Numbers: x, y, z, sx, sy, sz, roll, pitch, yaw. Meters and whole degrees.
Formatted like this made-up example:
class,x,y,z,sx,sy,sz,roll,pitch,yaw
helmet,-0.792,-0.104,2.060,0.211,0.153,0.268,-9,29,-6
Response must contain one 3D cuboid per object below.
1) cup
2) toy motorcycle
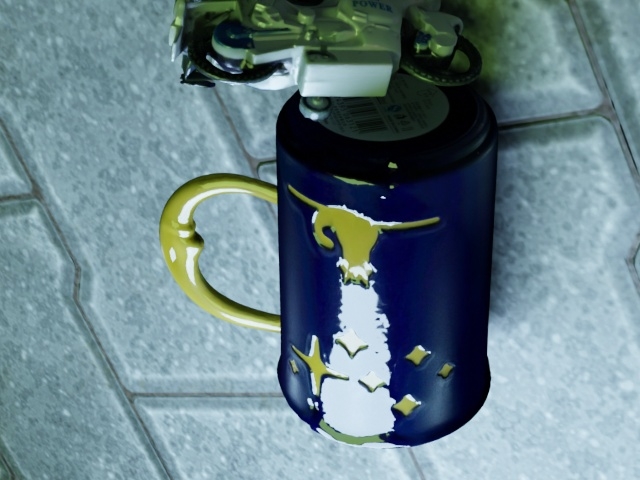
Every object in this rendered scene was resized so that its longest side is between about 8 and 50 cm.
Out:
class,x,y,z,sx,sy,sz,roll,pitch,yaw
cup,0.009,0.012,1.126,0.255,0.178,0.256,-7,125,-7
toy motorcycle,-0.002,-0.158,1.046,0.102,0.221,0.150,104,159,-45
